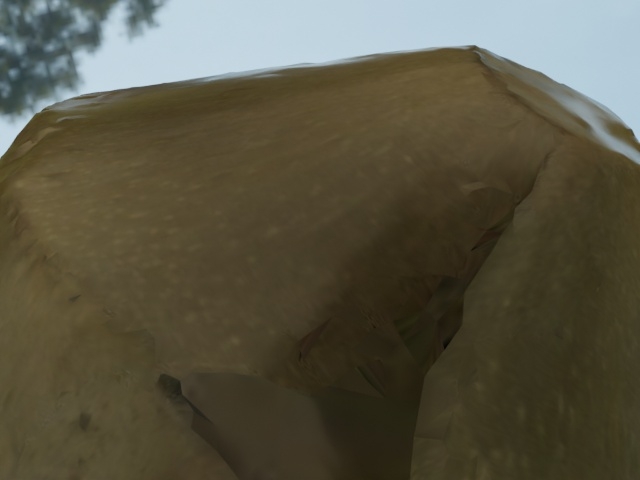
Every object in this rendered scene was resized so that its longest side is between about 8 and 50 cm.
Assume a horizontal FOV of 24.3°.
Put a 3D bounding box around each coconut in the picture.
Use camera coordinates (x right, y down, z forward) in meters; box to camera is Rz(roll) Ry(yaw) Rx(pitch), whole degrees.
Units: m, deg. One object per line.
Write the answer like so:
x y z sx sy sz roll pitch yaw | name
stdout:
-0.009 0.079 0.562 0.353 0.352 0.352 -9 -150 5 | coconut
